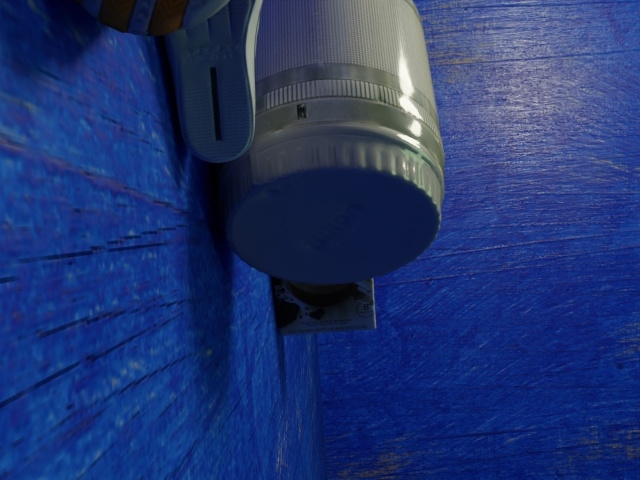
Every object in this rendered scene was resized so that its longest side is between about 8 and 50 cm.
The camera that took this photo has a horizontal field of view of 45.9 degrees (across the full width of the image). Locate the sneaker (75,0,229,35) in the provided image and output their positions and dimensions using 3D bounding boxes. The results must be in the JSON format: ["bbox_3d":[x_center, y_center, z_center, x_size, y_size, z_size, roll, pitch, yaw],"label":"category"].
[{"bbox_3d":[-0.042,-0.258,0.357,0.321,0.125,0.180,-60,-163,14],"label":"sneaker"}]

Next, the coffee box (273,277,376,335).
[{"bbox_3d":[0.000,0.000,1.256,0.119,0.168,0.297,-91,176,-64],"label":"coffee box"}]

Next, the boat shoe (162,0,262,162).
[{"bbox_3d":[-0.083,-0.170,0.539,0.075,0.083,0.226,-112,-154,-55],"label":"boat shoe"}]

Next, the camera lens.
[{"bbox_3d":[0.006,-0.122,0.758,0.219,0.220,0.274,84,3,-58],"label":"camera lens"}]
